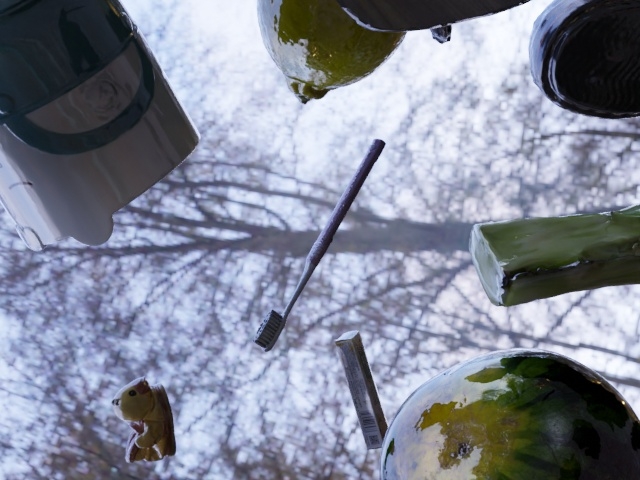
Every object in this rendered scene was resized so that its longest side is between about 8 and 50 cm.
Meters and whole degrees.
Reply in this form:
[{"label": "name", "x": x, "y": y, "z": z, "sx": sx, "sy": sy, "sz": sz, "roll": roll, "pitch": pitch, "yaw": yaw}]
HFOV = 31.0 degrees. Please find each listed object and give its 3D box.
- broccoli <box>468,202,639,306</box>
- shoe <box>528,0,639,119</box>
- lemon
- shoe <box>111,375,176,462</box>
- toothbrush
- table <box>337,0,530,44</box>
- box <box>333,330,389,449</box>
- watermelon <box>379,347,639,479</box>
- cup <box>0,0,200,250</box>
[{"label": "broccoli", "x": 0.335, "y": 0.008, "z": 1.129, "sx": 0.252, "sy": 0.362, "sz": 0.221, "roll": 10, "pitch": -109, "yaw": -73}, {"label": "shoe", "x": 0.383, "y": -0.265, "z": 1.408, "sx": 0.384, "sy": 0.237, "sz": 0.171, "roll": -6, "pitch": -55, "yaw": -26}, {"label": "lemon", "x": 0.017, "y": -0.271, "z": 1.300, "sx": 0.184, "sy": 0.184, "sz": 0.248, "roll": -25, "pitch": -37, "yaw": -45}, {"label": "shoe", "x": -0.213, "y": 0.225, "z": 1.410, "sx": 0.069, "sy": 0.072, "sz": 0.109, "roll": -17, "pitch": -47, "yaw": -15}, {"label": "toothbrush", "x": 0.000, "y": 0.000, "z": 1.640, "sx": 0.029, "sy": 0.024, "sz": 0.354, "roll": 39, "pitch": -107, "yaw": -33}, {"label": "table", "x": 0.148, "y": -0.289, "z": 0.961, "sx": 0.249, "sy": 0.317, "sz": 0.317, "roll": 4, "pitch": -85, "yaw": -72}, {"label": "box", "x": 0.076, "y": 0.260, "z": 2.009, "sx": 0.050, "sy": 0.041, "sz": 0.207, "roll": -31, "pitch": -75, "yaw": -64}, {"label": "watermelon", "x": 0.187, "y": 0.230, "z": 1.092, "sx": 0.269, "sy": 0.269, "sz": 0.268, "roll": -14, "pitch": -71, "yaw": -48}, {"label": "cup", "x": -0.290, "y": -0.154, "z": 1.217, "sx": 0.219, "sy": 0.290, "sz": 0.257, "roll": -40, "pitch": -62, "yaw": -24}]
